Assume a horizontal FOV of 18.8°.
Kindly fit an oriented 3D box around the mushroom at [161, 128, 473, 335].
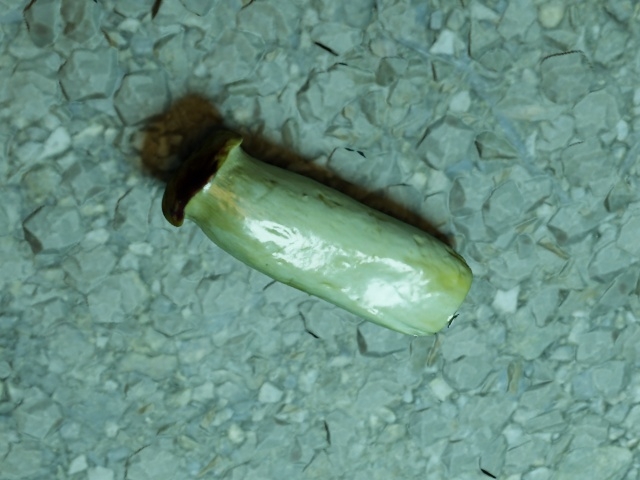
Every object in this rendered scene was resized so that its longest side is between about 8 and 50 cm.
[{"bbox_3d":[0.000,0.000,1.710,0.312,0.081,0.100,27,114,-30],"label":"mushroom"}]
